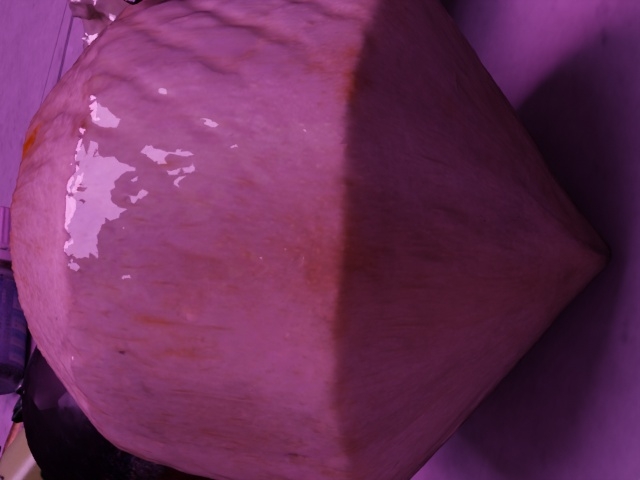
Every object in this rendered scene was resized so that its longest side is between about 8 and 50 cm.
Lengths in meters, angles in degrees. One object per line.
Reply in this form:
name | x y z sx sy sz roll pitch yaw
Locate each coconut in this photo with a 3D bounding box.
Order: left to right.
coconut | 0.000 0.000 1.023 0.329 0.329 0.329 -38 47 57

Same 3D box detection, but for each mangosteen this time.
mangosteen | -0.092 0.109 1.283 0.216 0.216 0.216 -38 47 57

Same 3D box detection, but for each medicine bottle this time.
medicine bottle | -0.362 0.065 2.025 0.083 0.083 0.203 -35 50 58

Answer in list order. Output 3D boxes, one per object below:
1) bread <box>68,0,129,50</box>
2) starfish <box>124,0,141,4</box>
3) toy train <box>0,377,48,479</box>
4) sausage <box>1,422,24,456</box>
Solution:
bread | -0.075 -0.262 1.228 0.366 0.129 0.382 66 -150 -56
starfish | 0.063 -0.274 0.955 0.398 0.132 0.384 17 67 40
toy train | -0.173 0.112 1.478 0.253 0.105 0.157 -51 12 16
sausage | -0.280 0.143 1.874 0.033 0.033 0.269 -111 38 -49
